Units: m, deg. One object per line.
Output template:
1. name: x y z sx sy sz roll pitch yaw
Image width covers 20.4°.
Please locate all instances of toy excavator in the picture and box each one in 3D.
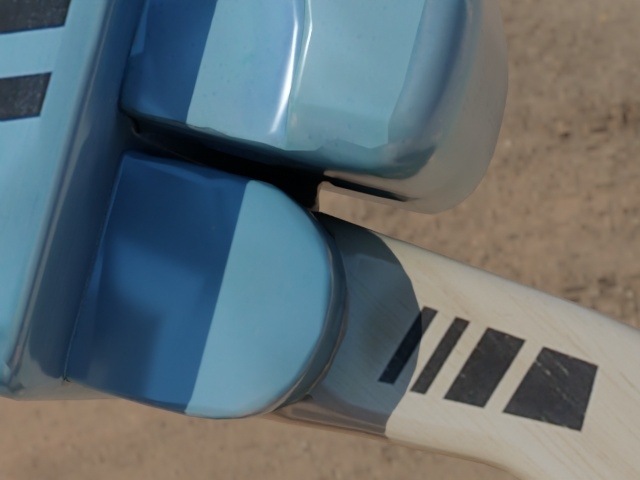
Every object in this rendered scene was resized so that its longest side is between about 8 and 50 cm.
1. toy excavator: 0.000 0.000 0.592 0.445 0.433 0.222 13 -3 12
